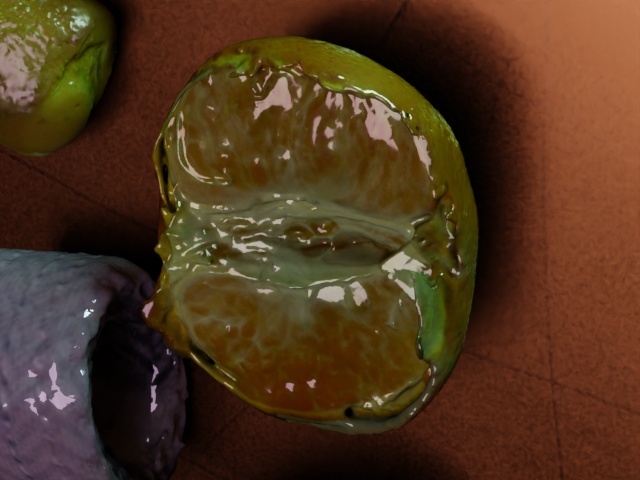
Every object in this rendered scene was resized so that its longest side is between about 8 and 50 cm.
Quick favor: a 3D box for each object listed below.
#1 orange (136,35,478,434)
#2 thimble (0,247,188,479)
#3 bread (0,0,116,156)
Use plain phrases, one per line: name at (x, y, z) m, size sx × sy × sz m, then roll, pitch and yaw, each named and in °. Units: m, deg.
orange at (0.006, -0.004, 1.504) m, size 0.262 × 0.196 × 0.334 m, roll 6°, pitch 106°, yaw 38°
thimble at (-0.224, 0.128, 1.641) m, size 0.157 × 0.217 × 0.245 m, roll 4°, pitch 123°, yaw 24°
bread at (-0.356, -0.221, 1.637) m, size 0.383 × 0.112 × 0.166 m, roll 36°, pitch 119°, yaw 10°
